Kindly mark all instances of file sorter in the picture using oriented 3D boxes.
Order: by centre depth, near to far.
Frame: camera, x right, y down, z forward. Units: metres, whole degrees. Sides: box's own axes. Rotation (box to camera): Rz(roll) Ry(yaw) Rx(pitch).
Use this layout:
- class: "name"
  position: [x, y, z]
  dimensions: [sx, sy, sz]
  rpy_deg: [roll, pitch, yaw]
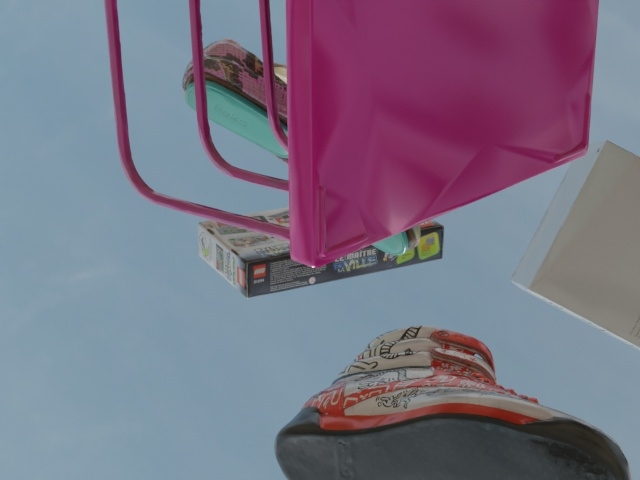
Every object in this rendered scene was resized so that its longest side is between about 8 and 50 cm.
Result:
- class: "file sorter"
  position: [0.027, -0.136, 0.777]
  dimensions: [0.182, 0.202, 0.290]
  rpy_deg: [17, -153, 39]

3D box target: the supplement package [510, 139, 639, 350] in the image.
- class: "supplement package"
  position: [0.363, 0.015, 1.415]
  dimensions: [0.203, 0.149, 0.194]
  rpy_deg: [28, -88, -1]

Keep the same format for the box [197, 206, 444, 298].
- class: "box"
  position: [0.000, 0.000, 1.146]
  dimensions: [0.207, 0.036, 0.114]
  rpy_deg: [-10, -155, -25]

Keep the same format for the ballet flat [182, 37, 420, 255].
- class: "ballet flat"
  position: [-0.001, -0.081, 0.922]
  dimensions: [0.221, 0.077, 0.079]
  rpy_deg: [36, -122, -8]

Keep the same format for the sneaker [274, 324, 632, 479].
- class: "sneaker"
  position: [0.105, 0.115, 0.830]
  dimensions: [0.270, 0.090, 0.145]
  rpy_deg: [-7, -156, 41]
